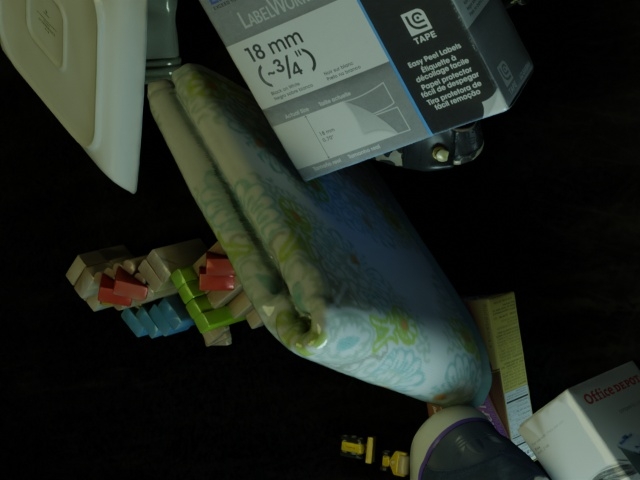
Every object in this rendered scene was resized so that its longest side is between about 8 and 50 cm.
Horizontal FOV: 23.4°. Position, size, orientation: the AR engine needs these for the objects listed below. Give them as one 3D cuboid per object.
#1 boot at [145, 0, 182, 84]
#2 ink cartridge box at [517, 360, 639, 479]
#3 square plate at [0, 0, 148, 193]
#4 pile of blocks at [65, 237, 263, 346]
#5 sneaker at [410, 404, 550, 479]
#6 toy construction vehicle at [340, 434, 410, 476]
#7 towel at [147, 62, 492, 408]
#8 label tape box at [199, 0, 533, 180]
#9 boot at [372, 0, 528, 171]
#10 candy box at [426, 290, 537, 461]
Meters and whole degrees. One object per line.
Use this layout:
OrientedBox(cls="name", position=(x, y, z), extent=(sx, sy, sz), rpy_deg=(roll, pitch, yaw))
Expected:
OrientedBox(cls="boot", position=(-0.254, -0.273, 1.929), extent=(0.213, 0.077, 0.165), rpy_deg=(8, 108, 39))
OrientedBox(cls="ink cartridge box", position=(0.304, 0.227, 1.512), extent=(0.082, 0.139, 0.191), rpy_deg=(-45, 70, 36))
OrientedBox(cls="square plate", position=(-0.323, -0.279, 1.910), extent=(0.347, 0.049, 0.344), rpy_deg=(47, 146, 32))
OrientedBox(cls="pile of blocks", position=(-0.197, 0.072, 1.932), extent=(0.362, 0.112, 0.149), rpy_deg=(-9, 94, 42))
OrientedBox(cls="sneaker", position=(0.187, 0.343, 1.560), extent=(0.236, 0.130, 0.323), rpy_deg=(52, 156, 46))
OrientedBox(cls="toy construction vehicle", position=(0.069, 0.273, 1.805), extent=(0.098, 0.035, 0.086), rpy_deg=(3, 91, 38))
OrientedBox(cls="towel", position=(0.000, 0.000, 1.567), extent=(0.090, 0.320, 0.374), rpy_deg=(-44, 56, 19))
OrientedBox(cls="label tape box", position=(0.014, -0.246, 1.435), extent=(0.240, 0.106, 0.334), rpy_deg=(-18, 111, 34))
OrientedBox(cls="boot", position=(0.149, -0.213, 1.541), extent=(0.377, 0.138, 0.284), rpy_deg=(7, 124, 13))
OrientedBox(cls="candy box", position=(0.167, 0.152, 1.674), extent=(0.109, 0.053, 0.187), rpy_deg=(-5, 95, 42))
